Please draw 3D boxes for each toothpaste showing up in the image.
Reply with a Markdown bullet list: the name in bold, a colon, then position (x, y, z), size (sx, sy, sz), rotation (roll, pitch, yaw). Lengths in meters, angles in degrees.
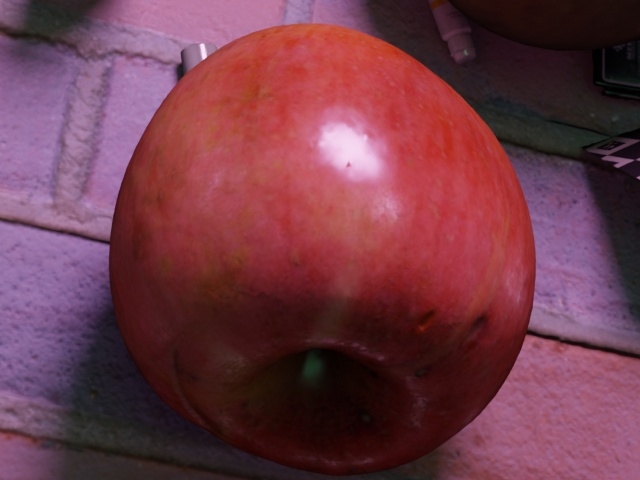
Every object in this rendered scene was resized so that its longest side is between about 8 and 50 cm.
- **toothpaste**: position (0.116, -0.266, 1.721), size (0.048, 0.031, 0.190), rotation (-13, 76, -18)

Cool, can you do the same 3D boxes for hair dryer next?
- **hair dryer**: position (-0.069, -0.155, 1.638), size (0.124, 0.038, 0.063), rotation (-5, 76, -22)

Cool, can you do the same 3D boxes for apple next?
- **apple**: position (0.000, 0.000, 1.448), size (0.364, 0.364, 0.363), rotation (4, 73, -14)

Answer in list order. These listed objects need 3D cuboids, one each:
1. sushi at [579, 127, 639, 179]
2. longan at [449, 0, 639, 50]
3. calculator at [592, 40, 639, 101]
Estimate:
- **sushi**: position (0.404, -0.131, 1.646), size (0.280, 0.192, 0.043), rotation (-18, 108, -9)
- **longan**: position (0.235, -0.349, 1.604), size (0.361, 0.361, 0.360), rotation (4, 73, -14)
- **calculator**: position (0.407, -0.208, 1.781), size (0.274, 0.028, 0.165), rotation (7, 73, -13)
